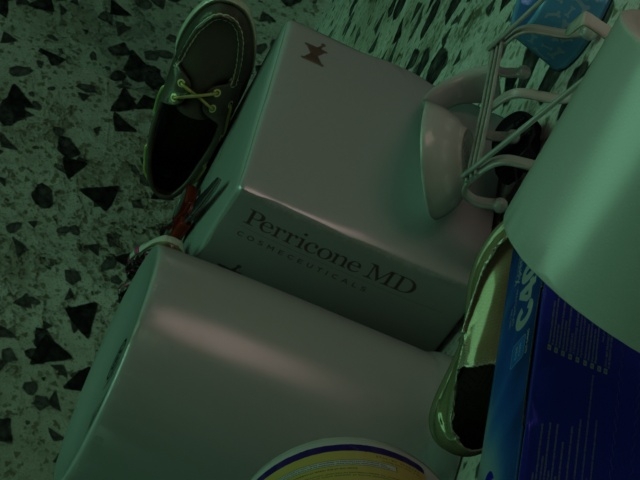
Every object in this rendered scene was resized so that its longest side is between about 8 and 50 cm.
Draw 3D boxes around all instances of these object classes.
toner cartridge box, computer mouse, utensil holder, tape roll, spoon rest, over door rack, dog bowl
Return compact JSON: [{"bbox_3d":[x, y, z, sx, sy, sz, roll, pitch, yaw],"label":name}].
[{"bbox_3d":[0.216,0.135,1.253,0.075,0.165,0.348,124,166,-48],"label":"toner cartridge box"},{"bbox_3d":[0.242,-0.071,1.929,0.071,0.041,0.242,-38,29,29],"label":"computer mouse"},{"bbox_3d":[-0.071,0.213,1.882,0.327,0.385,0.327,-62,11,21],"label":"utensil holder"},{"bbox_3d":[0.271,-0.028,1.121,0.246,0.246,0.169,-91,26,-66],"label":"tape roll"},{"bbox_3d":[0.153,-0.129,1.982,0.276,0.084,0.137,-60,-35,-54],"label":"spoon rest"},{"bbox_3d":[0.273,-0.202,1.829,0.324,0.108,0.239,123,165,-51],"label":"over door rack"},{"bbox_3d":[0.322,-0.360,2.034,0.166,0.074,0.297,162,130,-76],"label":"dog bowl"}]

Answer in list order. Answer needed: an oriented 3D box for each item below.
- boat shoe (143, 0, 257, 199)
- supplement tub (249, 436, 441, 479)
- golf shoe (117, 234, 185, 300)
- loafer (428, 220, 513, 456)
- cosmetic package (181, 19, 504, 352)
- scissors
[{"bbox_3d":[-0.161,-0.183,2.158,0.091,0.109,0.305,-78,10,-50],"label":"boat shoe"},{"bbox_3d":[0.029,0.349,1.488,0.241,0.241,0.331,-63,11,16],"label":"supplement tub"},{"bbox_3d":[-0.205,0.022,2.032,0.186,0.067,0.086,135,156,-63],"label":"golf shoe"},{"bbox_3d":[0.188,0.103,1.652,0.092,0.102,0.268,-120,45,-75],"label":"loafer"},{"bbox_3d":[0.000,0.000,2.137,0.394,0.329,0.327,123,166,-45],"label":"cosmetic package"},{"bbox_3d":[-0.166,-0.025,2.073,0.109,0.021,0.297,-66,12,-6],"label":"scissors"}]
